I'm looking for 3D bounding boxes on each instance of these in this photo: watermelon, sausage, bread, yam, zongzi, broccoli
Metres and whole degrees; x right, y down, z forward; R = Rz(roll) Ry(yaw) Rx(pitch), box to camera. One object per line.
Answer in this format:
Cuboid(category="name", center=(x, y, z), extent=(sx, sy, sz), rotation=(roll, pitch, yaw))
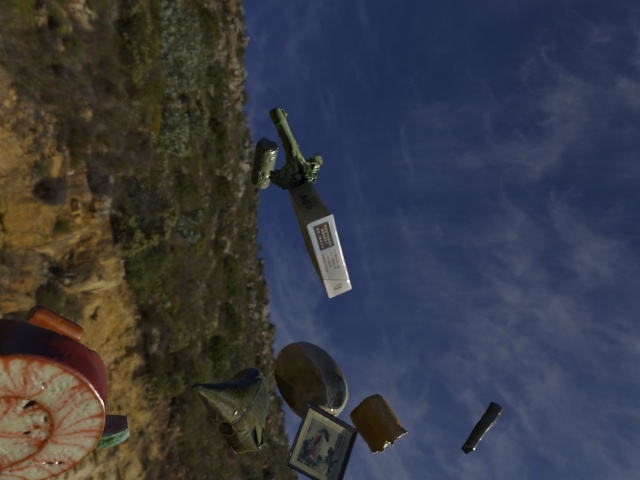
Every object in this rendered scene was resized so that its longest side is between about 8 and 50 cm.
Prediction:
Cuboid(category="watermelon", center=(-0.473, 0.433, 1.260), extent=(0.092, 0.085, 0.072), rotation=(127, -34, -45))
Cuboid(category="sausage", center=(-0.572, 0.184, 1.210), extent=(0.041, 0.131, 0.039), rotation=(-35, -140, 17))
Cuboid(category="bread", center=(0.182, 0.585, 1.791), extent=(0.173, 0.134, 0.085), rotation=(52, -15, 23))
Cuboid(category="bread", center=(-0.534, 0.279, 0.964), extent=(0.295, 0.328, 0.114), rotation=(-40, -144, 7))
Cuboid(category="yam", center=(-0.193, -0.259, 1.882), extent=(0.078, 0.078, 0.179), rotation=(54, -36, 28))
Cuboid(category="zongzi", center=(-0.317, 0.516, 1.956), extent=(0.160, 0.322, 0.360), rotation=(-26, -61, 15))
Cuboid(category="broccoli", center=(-0.076, -0.217, 1.334), extent=(0.123, 0.118, 0.203), rotation=(-13, -84, 21))
Cuboid(category="yam", center=(0.334, 0.388, 1.143), extent=(0.033, 0.129, 0.027), rotation=(41, -32, 11))

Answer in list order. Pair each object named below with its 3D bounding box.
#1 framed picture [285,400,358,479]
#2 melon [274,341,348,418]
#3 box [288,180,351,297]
Cuboid(category="framed picture", center=(0.008, 0.602, 1.621), extent=(0.199, 0.195, 0.010), rotation=(35, -34, -17))
Cuboid(category="melon", center=(-0.034, 0.487, 1.924), extent=(0.317, 0.223, 0.222), rotation=(46, -48, 46))
Cuboid(category="box", center=(0.000, 0.000, 1.324), extent=(0.155, 0.067, 0.242), rotation=(-116, -172, -51))
